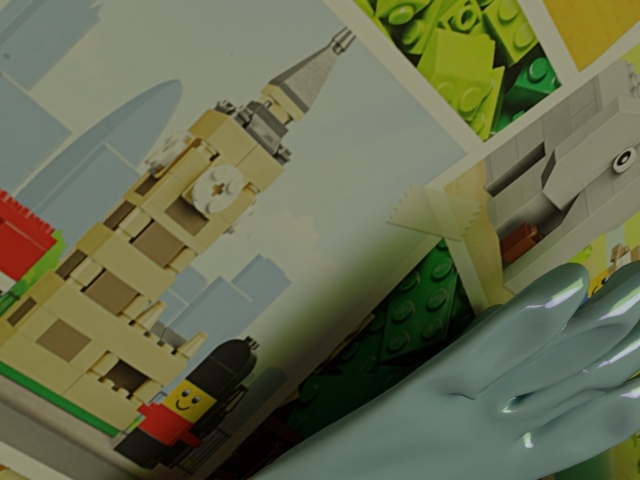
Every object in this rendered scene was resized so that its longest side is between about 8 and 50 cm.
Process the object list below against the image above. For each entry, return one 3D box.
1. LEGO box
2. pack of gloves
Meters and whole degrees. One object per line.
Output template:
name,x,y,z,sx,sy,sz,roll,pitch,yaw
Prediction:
LEGO box,-0.014,-0.075,0.511,0.372,0.193,0.500,-41,139,-3
pack of gloves,0.021,0.094,0.515,0.232,0.046,0.195,-33,140,4
